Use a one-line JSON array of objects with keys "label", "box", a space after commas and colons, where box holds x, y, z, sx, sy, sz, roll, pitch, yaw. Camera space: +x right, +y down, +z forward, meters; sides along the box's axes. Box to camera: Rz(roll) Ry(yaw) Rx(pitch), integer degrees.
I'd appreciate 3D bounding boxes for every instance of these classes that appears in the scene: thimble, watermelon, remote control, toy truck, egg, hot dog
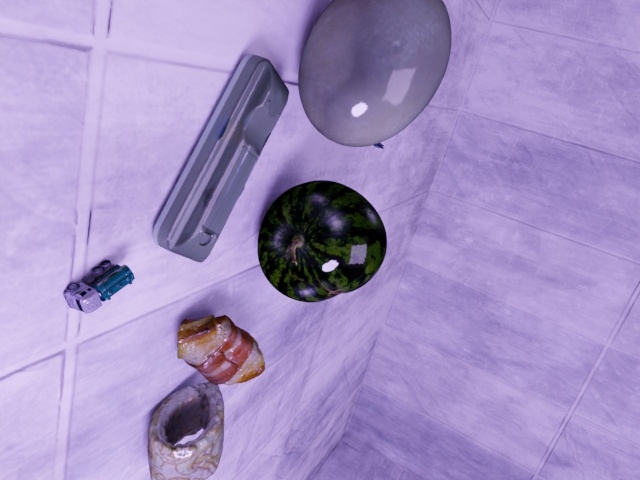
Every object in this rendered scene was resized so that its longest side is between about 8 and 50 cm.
[{"label": "thimble", "box": [-0.258, 0.384, 0.955, 0.190, 0.138, 0.143, -62, 162, -56]}, {"label": "watermelon", "box": [0.002, 0.000, 0.997, 0.269, 0.269, 0.269, -50, 154, -36]}, {"label": "remote control", "box": [-0.148, -0.126, 0.776, 0.335, 0.066, 0.128, -64, 156, -6]}, {"label": "toy truck", "box": [-0.296, 0.063, 0.649, 0.083, 0.044, 0.039, -46, 148, -43]}, {"label": "egg", "box": [0.102, -0.334, 0.892, 0.352, 0.258, 0.258, -60, 158, -13]}, {"label": "hot dog", "box": [-0.206, 0.212, 0.961, 0.123, 0.093, 0.261, -50, 140, -17]}]

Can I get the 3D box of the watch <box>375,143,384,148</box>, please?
[{"label": "watch", "box": [0.161, -0.383, 1.245, 0.274, 0.068, 0.276, -11, 122, -65]}]
